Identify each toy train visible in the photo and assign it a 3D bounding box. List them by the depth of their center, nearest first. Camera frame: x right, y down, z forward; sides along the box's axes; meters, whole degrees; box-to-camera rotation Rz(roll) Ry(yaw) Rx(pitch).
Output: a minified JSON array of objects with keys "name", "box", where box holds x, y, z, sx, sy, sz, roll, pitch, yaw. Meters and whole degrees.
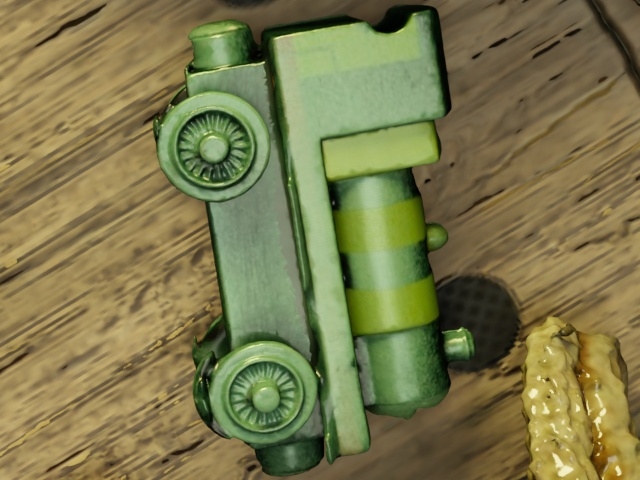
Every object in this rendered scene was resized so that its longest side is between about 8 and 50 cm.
[{"name":"toy train","box":[0.000,0.000,0.671,0.132,0.083,0.200,-10,104,-4]}]

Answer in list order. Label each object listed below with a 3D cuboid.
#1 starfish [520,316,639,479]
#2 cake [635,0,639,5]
[{"name":"starfish","box":[0.207,0.229,0.612,0.432,0.324,0.082,44,118,1]},{"name":"cake","box":[0.152,-0.124,0.669,0.121,0.052,0.065,32,104,-9]}]
